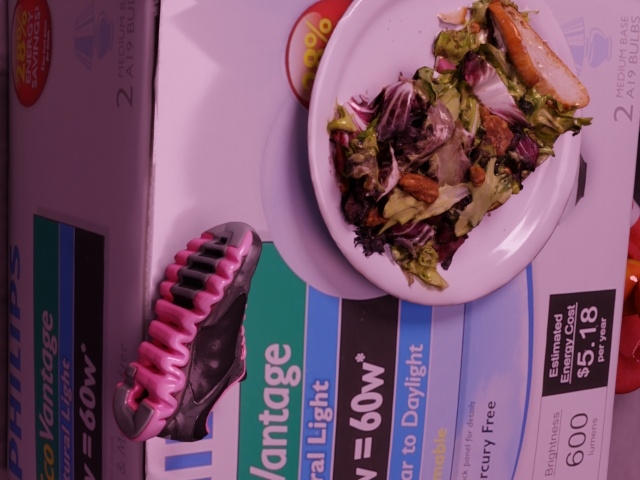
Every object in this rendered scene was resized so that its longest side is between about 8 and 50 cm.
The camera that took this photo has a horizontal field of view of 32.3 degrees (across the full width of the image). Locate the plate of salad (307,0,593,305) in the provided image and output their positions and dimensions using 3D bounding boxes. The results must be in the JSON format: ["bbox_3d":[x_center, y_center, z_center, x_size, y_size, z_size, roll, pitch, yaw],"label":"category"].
[{"bbox_3d":[0.082,-0.060,0.618,0.200,0.048,0.199,-6,101,-33],"label":"plate of salad"}]

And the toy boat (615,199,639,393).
[{"bbox_3d":[0.267,0.040,0.960,0.231,0.151,0.151,43,74,-30],"label":"toy boat"}]

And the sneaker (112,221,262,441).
[{"bbox_3d":[-0.056,0.048,0.552,0.057,0.047,0.119,26,91,-39],"label":"sneaker"}]

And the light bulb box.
[{"bbox_3d":[0.000,0.000,0.738,0.361,0.225,0.357,-3,99,-34],"label":"light bulb box"}]
